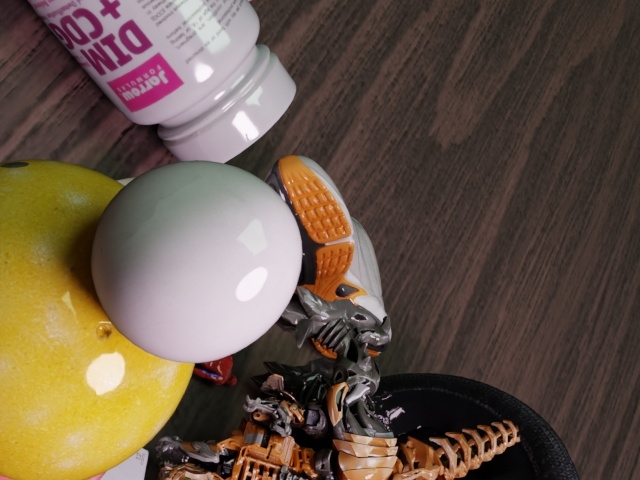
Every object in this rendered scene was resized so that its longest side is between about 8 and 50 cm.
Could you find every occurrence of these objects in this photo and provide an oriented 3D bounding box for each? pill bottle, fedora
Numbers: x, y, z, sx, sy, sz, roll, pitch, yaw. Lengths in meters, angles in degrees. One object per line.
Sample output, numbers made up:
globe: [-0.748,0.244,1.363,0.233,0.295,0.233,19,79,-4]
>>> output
pill bottle: [-0.158,-0.210,1.466,0.283,0.160,0.160,50,41,-21]
fedora: [0.097,0.287,1.508,0.334,0.334,0.152,-63,157,-44]

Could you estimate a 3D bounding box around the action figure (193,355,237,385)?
action figure: [-0.114,0.103,1.475,0.115,0.030,0.038,44,49,-34]

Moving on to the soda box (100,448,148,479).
soda box: [-0.202,0.258,1.262,0.074,0.069,0.216,34,48,-35]

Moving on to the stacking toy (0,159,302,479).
stacking toy: [-0.194,0.053,1.034,0.351,0.480,0.350,26,54,-41]

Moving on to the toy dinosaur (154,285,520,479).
toy dinosaur: [0.011,0.184,1.435,0.322,0.164,0.218,14,46,-30]

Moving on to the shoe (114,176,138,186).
shoe: [-0.214,0.011,1.385,0.219,0.058,0.076,-45,139,-46]

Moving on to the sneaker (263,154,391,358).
sneaker: [0.000,0.000,1.586,0.121,0.099,0.262,-89,165,-45]
